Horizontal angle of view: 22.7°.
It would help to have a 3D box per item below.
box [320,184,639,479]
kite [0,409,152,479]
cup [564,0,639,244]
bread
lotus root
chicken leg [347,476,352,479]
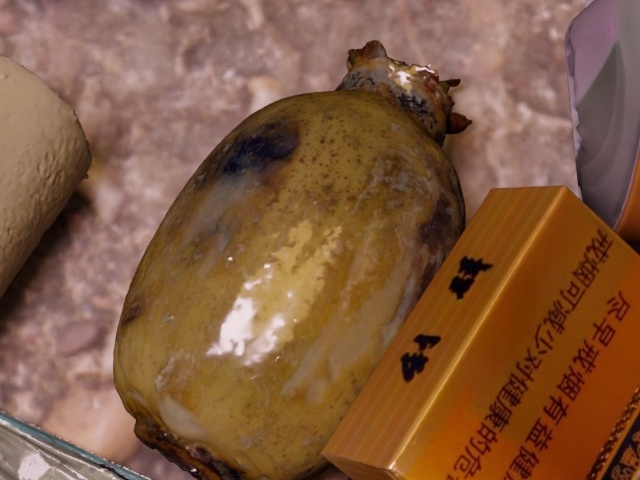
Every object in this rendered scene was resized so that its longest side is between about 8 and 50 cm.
[{"bbox_3d":[0.135,0.105,0.735,0.237,0.070,0.152,40,73,-24],"label":"box"},{"bbox_3d":[-0.232,0.201,0.824,0.406,0.014,0.368,-22,71,-4],"label":"kite"},{"bbox_3d":[0.249,-0.059,0.815,0.264,0.182,0.226,4,104,-1],"label":"cup"},{"bbox_3d":[-0.217,-0.029,0.840,0.148,0.134,0.141,30,71,1],"label":"bread"},{"bbox_3d":[-0.001,-0.001,0.813,0.154,0.154,0.278,29,71,13],"label":"lotus root"},{"bbox_3d":[0.033,0.140,0.779,0.063,0.105,0.234,32,74,4],"label":"chicken leg"}]
